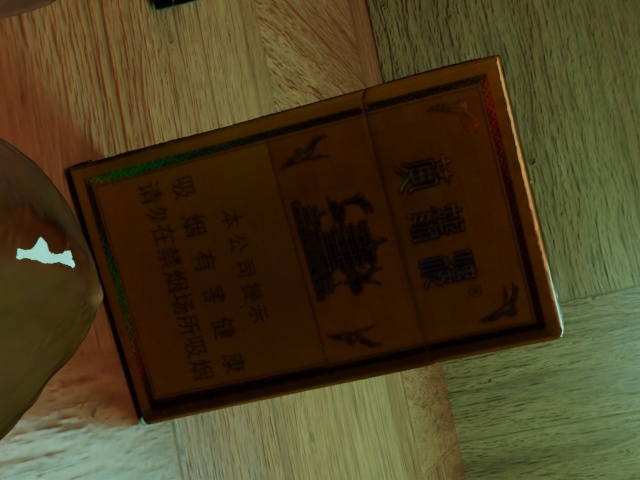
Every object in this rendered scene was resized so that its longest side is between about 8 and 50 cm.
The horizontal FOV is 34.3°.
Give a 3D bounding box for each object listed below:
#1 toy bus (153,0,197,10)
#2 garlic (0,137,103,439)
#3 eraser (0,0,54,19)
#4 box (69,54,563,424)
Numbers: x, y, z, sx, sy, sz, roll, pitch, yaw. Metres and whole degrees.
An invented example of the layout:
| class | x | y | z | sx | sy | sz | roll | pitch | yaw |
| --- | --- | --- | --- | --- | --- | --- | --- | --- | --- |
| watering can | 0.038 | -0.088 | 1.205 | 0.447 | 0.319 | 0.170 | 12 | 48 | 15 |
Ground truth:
| class | x | y | z | sx | sy | sz | roll | pitch | yaw |
| --- | --- | --- | --- | --- | --- | --- | --- | --- | --- |
| toy bus | -0.120 | -0.371 | 0.954 | 0.167 | 0.139 | 0.275 | -76 | 152 | -66 |
| garlic | -0.178 | 0.048 | 0.323 | 0.338 | 0.151 | 0.196 | -52 | 142 | -72 |
| eraser | -0.230 | -0.310 | 0.510 | 0.096 | 0.098 | 0.403 | -13 | 90 | -77 |
| box | 0.000 | 0.000 | 0.729 | 0.084 | 0.302 | 0.192 | -53 | 129 | -76 |
